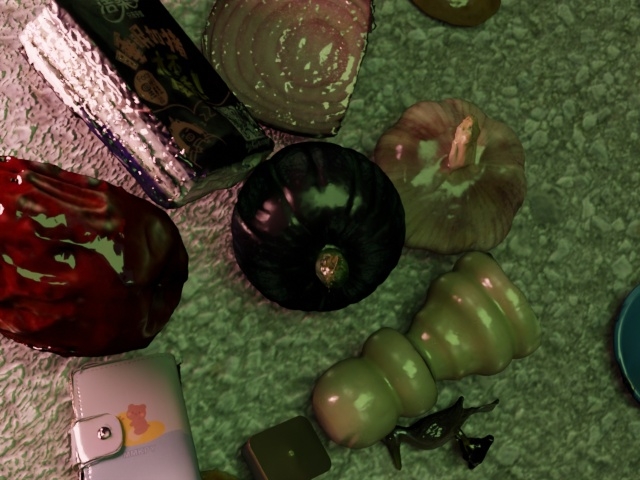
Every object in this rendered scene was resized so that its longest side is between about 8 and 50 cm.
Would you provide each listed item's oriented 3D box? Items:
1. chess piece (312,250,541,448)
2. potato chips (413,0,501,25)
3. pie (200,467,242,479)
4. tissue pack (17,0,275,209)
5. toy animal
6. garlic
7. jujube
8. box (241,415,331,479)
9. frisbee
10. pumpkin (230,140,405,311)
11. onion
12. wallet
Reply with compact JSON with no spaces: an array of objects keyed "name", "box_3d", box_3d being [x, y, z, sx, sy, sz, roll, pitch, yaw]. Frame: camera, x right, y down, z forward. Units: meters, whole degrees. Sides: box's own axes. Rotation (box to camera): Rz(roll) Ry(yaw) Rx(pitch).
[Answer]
[{"name":"chess piece","box_3d":[0.135,0.171,1.839,0.330,0.182,0.182,-33,89,-14]},{"name":"potato chips","box_3d":[0.200,-0.429,2.046,0.150,0.049,0.201,-39,85,-25]},{"name":"pie","box_3d":[-0.160,0.468,1.723,0.315,0.092,0.315,4,77,-17]},{"name":"tissue pack","box_3d":[-0.231,-0.203,1.775,0.332,0.123,0.245,50,29,5]},{"name":"toy animal","box_3d":[0.170,0.280,1.884,0.202,0.070,0.105,-1,69,-10]},{"name":"garlic","box_3d":[0.198,-0.112,1.873,0.245,0.253,0.245,3,72,-9]},{"name":"jujube","box_3d":[-0.357,0.021,1.676,0.377,0.258,0.258,11,75,-9]},{"name":"box","box_3d":[-0.049,0.301,1.791,0.126,0.031,0.091,-18,72,-48]},{"name":"frisbee","box_3d":[0.563,0.170,2.024,0.242,0.045,0.242,3,78,-16]},{"name":"pumpkin","box_3d":[0.000,0.000,1.776,0.248,0.248,0.248,4,77,-16]},{"name":"onion","box_3d":[-0.046,-0.281,1.916,0.247,0.111,0.250,17,87,12]},{"name":"wallet","box_3d":[-0.250,0.268,1.724,0.170,0.069,0.231,-11,57,-6]}]
